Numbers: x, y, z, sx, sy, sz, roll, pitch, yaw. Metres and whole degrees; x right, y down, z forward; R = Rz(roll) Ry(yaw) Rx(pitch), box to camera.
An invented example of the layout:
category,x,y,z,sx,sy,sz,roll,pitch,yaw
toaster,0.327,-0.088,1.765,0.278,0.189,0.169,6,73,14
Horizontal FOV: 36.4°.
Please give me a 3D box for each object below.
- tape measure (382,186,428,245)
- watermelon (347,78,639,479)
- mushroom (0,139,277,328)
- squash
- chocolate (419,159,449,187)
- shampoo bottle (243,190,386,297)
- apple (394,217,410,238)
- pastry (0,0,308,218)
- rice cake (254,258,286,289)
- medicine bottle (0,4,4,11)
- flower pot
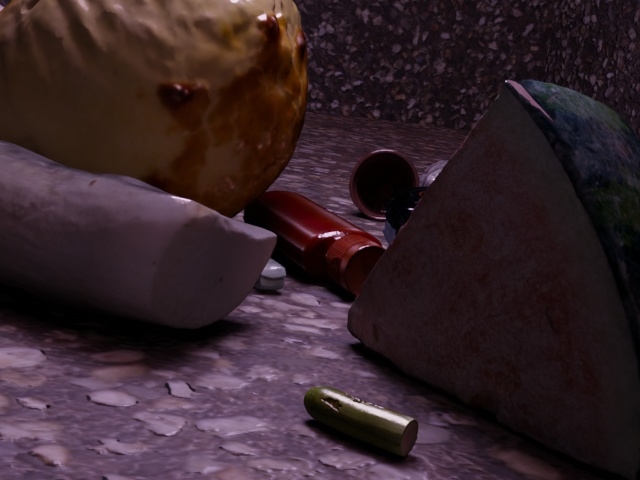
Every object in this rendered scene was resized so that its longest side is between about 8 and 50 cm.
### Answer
category,x,y,z,sx,sy,sz,roll,pitch,yaw
tape measure,0.168,-0.010,1.197,0.180,0.107,0.182,6,12,-2
watermelon,0.169,0.006,0.770,0.292,0.251,0.283,16,10,21
mushroom,-0.253,-0.018,0.863,0.396,0.126,0.177,13,2,20
squash,0.023,0.119,0.653,0.083,0.028,0.027,15,13,30
chocolate,0.209,-0.080,1.575,0.110,0.110,0.248,11,12,8
shampoo bottle,0.000,0.000,1.112,0.102,0.064,0.260,4,13,-26
apple,0.132,0.024,0.986,0.126,0.126,0.102,-1,-9,-40
pastry,-0.180,-0.160,1.079,0.388,0.313,0.388,-32,6,4
rice cake,-0.084,0.019,1.046,0.033,0.029,0.170,-1,16,-26
medicine bottle,-0.601,-0.290,1.604,0.235,0.236,0.406,-1,15,-41
flower pot,0.100,-0.082,1.529,0.111,0.111,0.089,10,-3,4
